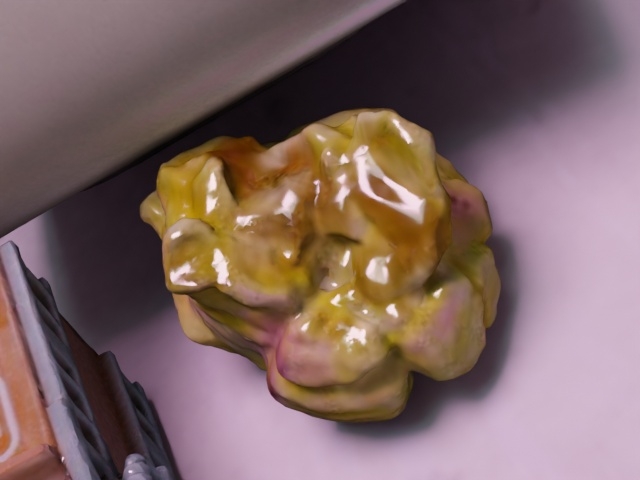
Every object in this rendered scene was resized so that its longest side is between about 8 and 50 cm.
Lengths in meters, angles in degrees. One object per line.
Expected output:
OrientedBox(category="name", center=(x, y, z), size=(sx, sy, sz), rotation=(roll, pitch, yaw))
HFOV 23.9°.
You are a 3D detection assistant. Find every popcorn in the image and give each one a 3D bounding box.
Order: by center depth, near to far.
OrientedBox(category="popcorn", center=(-0.001, 0.001, 0.467), size=(0.109, 0.089, 0.097), rotation=(8, 54, 43))

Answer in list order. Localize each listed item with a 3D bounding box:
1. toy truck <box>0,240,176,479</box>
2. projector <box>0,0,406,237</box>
OrientedBox(category="toy truck", center=(-0.090, 0.142, 0.397), size=(0.162, 0.136, 0.305), rotation=(-31, 44, 2))
OrientedBox(category="projector", center=(-0.095, -0.165, 0.504), size=(0.249, 0.248, 0.248), rotation=(-29, 21, 17))
